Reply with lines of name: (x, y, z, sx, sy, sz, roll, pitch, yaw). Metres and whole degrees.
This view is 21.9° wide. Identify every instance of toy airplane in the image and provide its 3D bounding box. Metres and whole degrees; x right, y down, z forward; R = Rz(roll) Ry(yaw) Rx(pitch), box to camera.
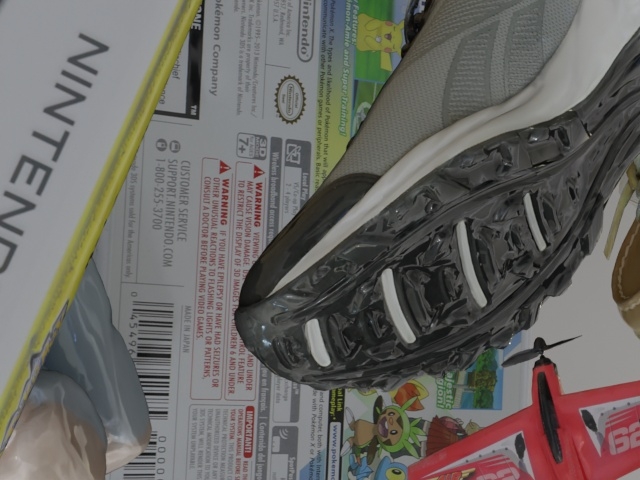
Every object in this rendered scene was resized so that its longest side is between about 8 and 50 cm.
toy airplane: (0.114, 0.112, 0.710, 0.151, 0.151, 0.028, -46, 149, 15)

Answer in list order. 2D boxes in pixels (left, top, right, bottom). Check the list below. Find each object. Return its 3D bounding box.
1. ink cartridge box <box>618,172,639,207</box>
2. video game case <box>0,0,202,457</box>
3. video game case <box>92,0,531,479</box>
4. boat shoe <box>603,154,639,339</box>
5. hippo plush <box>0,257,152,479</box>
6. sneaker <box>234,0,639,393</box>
ink cartridge box: (0.359, -0.108, 1.006, 0.131, 0.306, 0.226, -129, -136, -78)
video game case: (-0.183, -0.036, 0.360, 0.035, 0.275, 0.248, 131, -19, -64)
video game case: (0.000, 0.000, 0.935, 0.300, 0.329, 0.036, 5, 175, -34)
boat shoe: (0.203, -0.077, 0.813, 0.104, 0.089, 0.285, -100, -150, -65)
hippo plush: (-0.230, 0.013, 0.716, 0.236, 0.294, 0.234, -15, 170, 10)
sneaker: (0.064, -0.049, 0.623, 0.271, 0.108, 0.100, -44, 142, -21)
